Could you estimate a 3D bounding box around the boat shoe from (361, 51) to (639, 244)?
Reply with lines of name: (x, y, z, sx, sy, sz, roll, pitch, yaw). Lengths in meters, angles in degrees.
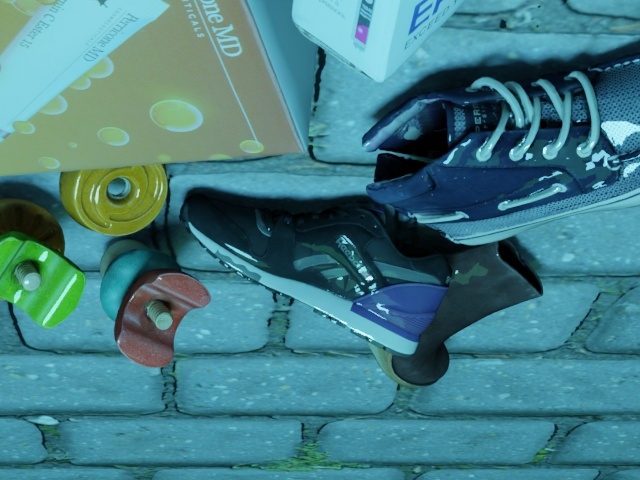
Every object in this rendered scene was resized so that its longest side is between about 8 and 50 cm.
boat shoe: (0.191, -0.089, 0.983, 0.340, 0.127, 0.158, -26, 150, 37)

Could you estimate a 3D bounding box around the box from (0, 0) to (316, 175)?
box: (-0.191, -0.168, 0.749, 0.345, 0.168, 0.215, -4, 148, 12)

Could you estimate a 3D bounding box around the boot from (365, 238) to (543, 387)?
boot: (0.155, 0.087, 1.332, 0.207, 0.090, 0.248, -14, 145, 25)

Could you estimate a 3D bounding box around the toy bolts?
toy bolts: (-0.216, -0.005, 1.157, 0.228, 0.158, 0.218, 36, 94, -34)

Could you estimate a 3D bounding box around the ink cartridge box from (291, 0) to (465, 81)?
ink cartridge box: (0.122, -0.272, 0.505, 0.071, 0.324, 0.330, 38, 154, 14)

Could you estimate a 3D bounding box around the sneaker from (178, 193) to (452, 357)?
sneaker: (0.000, 0.000, 1.189, 0.283, 0.107, 0.124, 27, 99, -16)
